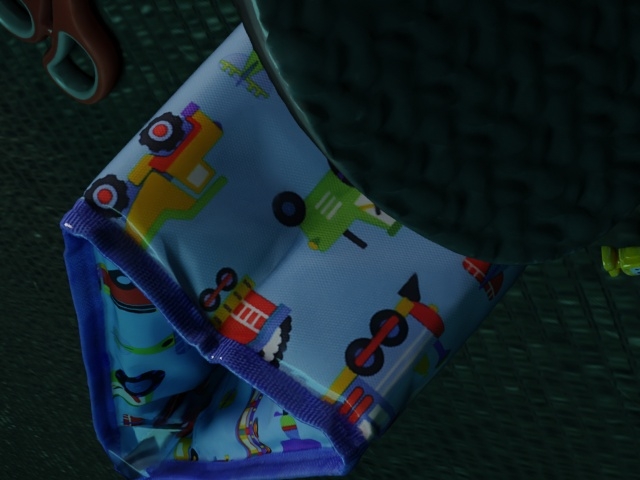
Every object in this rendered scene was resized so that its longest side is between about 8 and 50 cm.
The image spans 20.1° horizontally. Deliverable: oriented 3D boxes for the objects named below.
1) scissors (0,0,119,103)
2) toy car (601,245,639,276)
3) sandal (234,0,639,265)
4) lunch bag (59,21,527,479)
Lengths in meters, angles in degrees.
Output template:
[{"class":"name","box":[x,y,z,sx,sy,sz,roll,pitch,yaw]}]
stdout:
[{"class":"scissors","box":[-0.140,-0.153,1.019,0.109,0.021,0.297,45,159,-2]},{"class":"toy car","box":[0.162,0.053,0.831,0.041,0.060,0.122,-6,145,21]},{"class":"sandal","box":[-0.001,-0.194,0.536,0.445,0.168,0.107,61,179,-25]},{"class":"lunch bag","box":[0.000,0.000,0.772,0.138,0.221,0.293,41,160,2]}]
